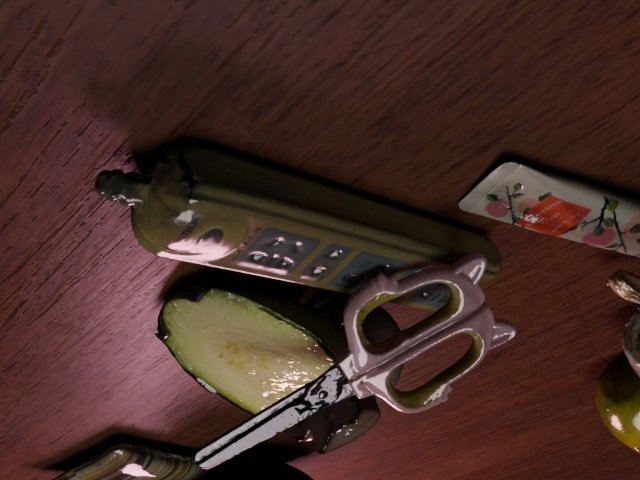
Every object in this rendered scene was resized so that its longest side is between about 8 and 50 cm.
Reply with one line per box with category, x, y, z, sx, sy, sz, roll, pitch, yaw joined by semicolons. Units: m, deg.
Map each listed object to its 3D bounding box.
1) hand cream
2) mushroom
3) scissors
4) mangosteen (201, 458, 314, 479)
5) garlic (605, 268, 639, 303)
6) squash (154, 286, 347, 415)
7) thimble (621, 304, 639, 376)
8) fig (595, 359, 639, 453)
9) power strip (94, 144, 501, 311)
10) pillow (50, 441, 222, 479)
hand cream;0.245;-0.025;0.640;0.233;0.050;0.080;12;147;-21
mushroom;0.030;0.138;0.745;0.117;0.141;0.188;-10;146;-36
scissors;0.024;0.124;0.626;0.317;0.024;0.160;-29;117;0
mangosteen;-0.112;0.500;1.150;0.297;0.293;0.297;-2;120;-3
garlic;0.422;0.069;0.692;0.253;0.245;0.245;5;153;24
squash;-0.069;0.091;0.718;0.184;0.085;0.192;37;135;-10
thimble;0.445;0.128;0.869;0.115;0.102;0.090;-47;140;2
fig;0.483;0.237;1.031;0.135;0.121;0.153;-9;124;8
power strip;0.000;0.000;0.590;0.387;0.066;0.092;15;137;-32
pillow;-0.301;0.378;1.092;0.208;0.052;0.212;-33;142;25
